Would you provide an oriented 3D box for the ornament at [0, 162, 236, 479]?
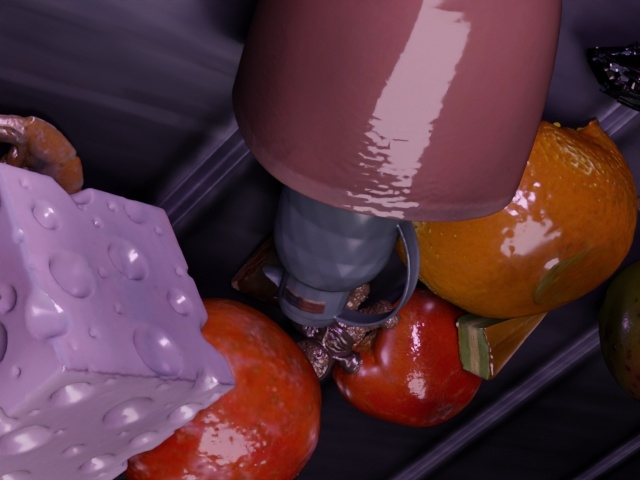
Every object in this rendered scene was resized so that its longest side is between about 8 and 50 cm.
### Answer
[{"bbox_3d":[-0.281,0.103,1.023,0.240,0.239,0.239,-39,151,23],"label":"ornament"}]

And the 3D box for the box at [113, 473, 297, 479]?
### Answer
[{"bbox_3d":[-0.256,0.398,1.466,0.415,0.115,0.264,-3,133,-20],"label":"box"}]

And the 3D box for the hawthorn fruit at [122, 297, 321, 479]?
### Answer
[{"bbox_3d":[-0.136,0.203,1.227,0.284,0.284,0.284,-11,136,-11],"label":"hawthorn fruit"}]

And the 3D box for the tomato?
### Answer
[{"bbox_3d":[0.145,0.184,1.395,0.200,0.139,0.233,15,125,-41],"label":"tomato"}]

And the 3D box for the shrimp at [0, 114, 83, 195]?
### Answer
[{"bbox_3d":[-0.392,-0.055,1.008,0.296,0.058,0.169,-9,131,-20],"label":"shrimp"}]

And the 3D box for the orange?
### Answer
[{"bbox_3d":[0.254,-0.011,1.227,0.262,0.196,0.335,-36,151,33],"label":"orange"}]

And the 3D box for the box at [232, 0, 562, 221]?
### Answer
[{"bbox_3d":[0.074,-0.181,0.897,0.301,0.301,0.216,0,130,-22],"label":"box"}]

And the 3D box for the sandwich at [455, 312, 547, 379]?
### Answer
[{"bbox_3d":[0.250,0.128,1.322,0.116,0.074,0.074,-16,105,-22],"label":"sandwich"}]

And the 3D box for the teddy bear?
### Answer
[{"bbox_3d":[0.023,0.120,1.332,0.119,0.078,0.160,45,99,-3],"label":"teddy bear"}]

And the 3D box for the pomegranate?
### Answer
[{"bbox_3d":[0.527,0.092,1.414,0.291,0.323,0.291,-26,169,-5],"label":"pomegranate"}]

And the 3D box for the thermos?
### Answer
[{"bbox_3d":[0.036,-0.020,1.097,0.145,0.182,0.286,-39,153,-49],"label":"thermos"}]

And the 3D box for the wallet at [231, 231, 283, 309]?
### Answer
[{"bbox_3d":[0.000,0.000,1.231,0.122,0.031,0.232,24,120,-34],"label":"wallet"}]

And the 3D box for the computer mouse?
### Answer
[{"bbox_3d":[0.406,-0.183,1.150,0.242,0.146,0.077,16,98,-33],"label":"computer mouse"}]
